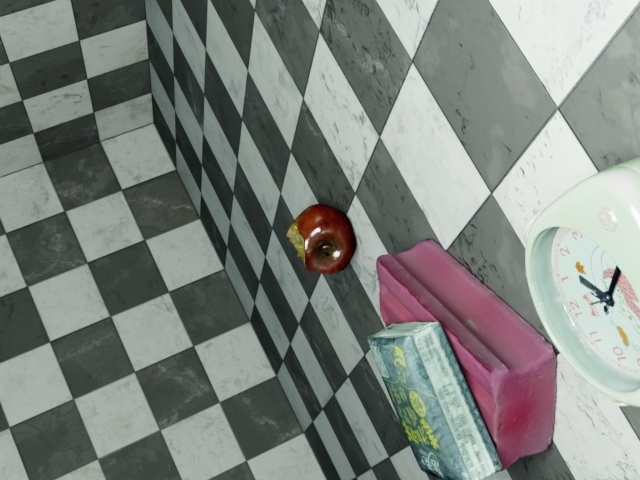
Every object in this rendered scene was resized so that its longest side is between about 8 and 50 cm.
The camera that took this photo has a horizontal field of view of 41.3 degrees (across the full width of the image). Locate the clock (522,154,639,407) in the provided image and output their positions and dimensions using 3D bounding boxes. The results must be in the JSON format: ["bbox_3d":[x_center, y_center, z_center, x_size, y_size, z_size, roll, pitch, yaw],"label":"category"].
[{"bbox_3d":[0.348,0.058,0.982,0.265,0.108,0.324,64,164,5],"label":"clock"}]

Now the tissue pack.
[{"bbox_3d":[0.177,0.262,1.386,0.257,0.081,0.185,67,162,-1],"label":"tissue pack"}]

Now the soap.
[{"bbox_3d":[0.237,0.185,1.453,0.359,0.128,0.233,47,153,48],"label":"soap"}]

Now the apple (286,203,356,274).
[{"bbox_3d":[0.003,-0.006,1.909,0.156,0.147,0.158,38,-177,-20],"label":"apple"}]
